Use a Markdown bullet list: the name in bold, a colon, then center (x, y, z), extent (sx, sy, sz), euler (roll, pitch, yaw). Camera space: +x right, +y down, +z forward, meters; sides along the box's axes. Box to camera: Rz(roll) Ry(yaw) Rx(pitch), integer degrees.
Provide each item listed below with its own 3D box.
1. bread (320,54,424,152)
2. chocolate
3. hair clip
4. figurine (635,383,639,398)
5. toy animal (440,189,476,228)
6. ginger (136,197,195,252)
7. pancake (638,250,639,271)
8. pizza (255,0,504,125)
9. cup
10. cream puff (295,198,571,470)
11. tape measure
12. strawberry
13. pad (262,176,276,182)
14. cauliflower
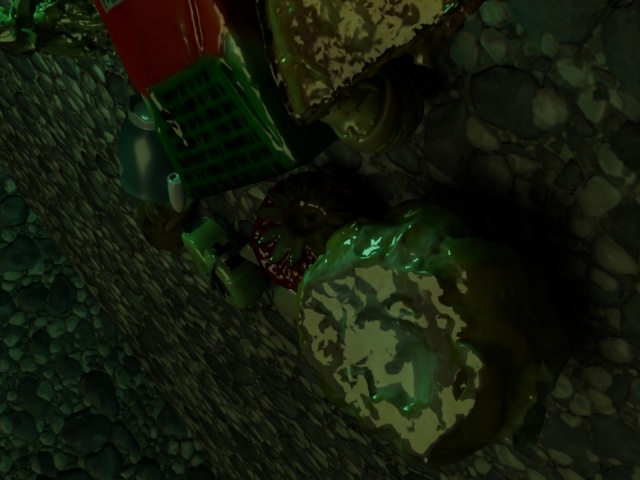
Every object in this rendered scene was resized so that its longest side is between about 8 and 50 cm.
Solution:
- **bread**: center (0.043, -0.205, 1.144), extent (0.105, 0.213, 0.213), euler (-41, 88, 27)
- **chocolate**: center (-0.132, -0.251, 1.323), extent (0.360, 0.161, 0.341), euler (-9, 108, 60)
- **hair clip**: center (-0.059, 0.078, 1.832), extent (0.218, 0.071, 0.159), euler (46, 153, 2)
- **figurine**: center (0.482, 0.254, 1.076), extent (0.180, 0.154, 0.262), euler (58, 173, -36)
- **toy animal**: center (0.188, -0.031, 1.289), extent (0.050, 0.028, 0.084), euler (34, 153, 50)
- **ginger**: center (-0.337, -0.055, 2.063), extent (0.116, 0.109, 0.263), euler (64, 158, 14)
- **pancake**: center (0.403, 0.049, 1.037), extent (0.139, 0.022, 0.139), euler (39, 152, 25)
- **pizza**: center (0.104, -0.308, 0.905), extent (0.406, 0.130, 0.440), euler (13, 117, 32)
- **cup**: center (-0.294, -0.185, 1.753), extent (0.173, 0.167, 0.299), euler (92, 160, -44)
- **cream puff**: center (0.158, 0.110, 1.270), extent (0.378, 0.275, 0.378), euler (18, 121, 32)
- **tape measure**: center (-0.194, 0.063, 1.984), extent (0.175, 0.106, 0.200), euler (32, 151, 43)
- **strawberry**: center (0.000, 0.000, 1.519), extent (0.205, 0.205, 0.244), euler (42, 176, 20)
- **pad**: center (-0.168, -0.214, 1.654), extent (0.267, 0.004, 0.181), euler (60, 161, -19)
- **cauliflower**: center (-0.454, -0.391, 1.629), extent (0.272, 0.250, 0.275), euler (36, 156, 34)
